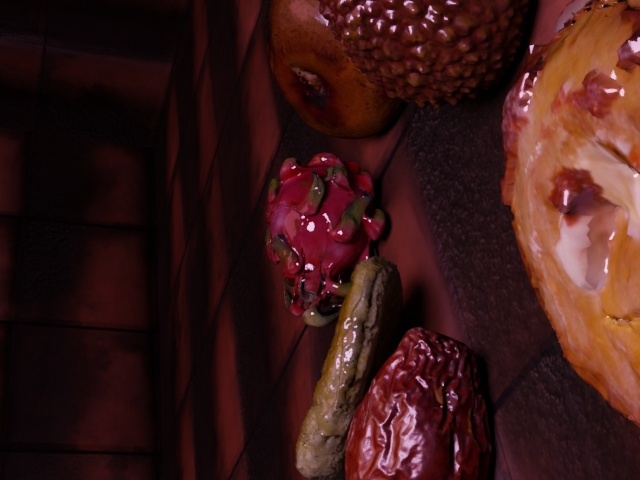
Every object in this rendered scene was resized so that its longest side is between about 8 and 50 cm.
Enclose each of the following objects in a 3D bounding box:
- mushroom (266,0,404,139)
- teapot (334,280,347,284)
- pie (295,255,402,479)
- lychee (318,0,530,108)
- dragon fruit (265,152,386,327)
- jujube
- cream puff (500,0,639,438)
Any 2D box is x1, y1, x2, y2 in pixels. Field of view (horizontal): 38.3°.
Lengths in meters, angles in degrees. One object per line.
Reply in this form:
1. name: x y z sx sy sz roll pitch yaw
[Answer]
1. mushroom: 0.041 -0.301 1.420 0.254 0.267 0.267 -57 19 -2
2. teapot: 0.014 0.075 1.542 0.063 0.083 0.049 -144 59 -77
3. pie: 0.048 0.170 1.223 0.323 0.071 0.323 15 -90 -77
4. lychee: 0.112 -0.289 1.082 0.271 0.272 0.271 -174 90 -72
5. dragon fruit: 0.004 -0.003 1.451 0.198 0.219 0.272 10 -98 -66
6. jujube: 0.119 0.222 1.074 0.168 0.168 0.236 175 109 -71
7. cream puff: 0.265 -0.031 0.587 0.350 0.229 0.350 54 155 40
